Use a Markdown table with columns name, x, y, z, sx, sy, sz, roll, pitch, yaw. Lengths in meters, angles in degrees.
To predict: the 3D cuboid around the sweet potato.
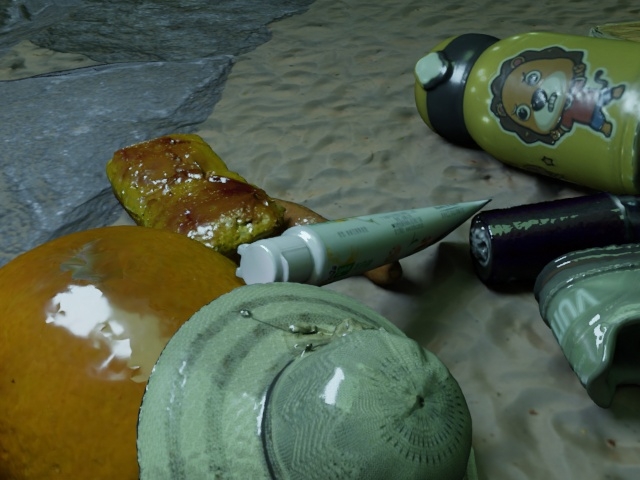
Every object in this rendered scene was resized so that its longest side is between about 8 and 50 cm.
| name | x | y | z | sx | sy | sz | roll | pitch | yaw |
| --- | --- | --- | --- | --- | --- | --- | --- | --- | --- |
| sweet potato | 0.001 | 0.000 | 0.764 | 0.202 | 0.058 | 0.055 | 25 | -1 | 29 |

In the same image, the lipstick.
| name | x | y | z | sx | sy | sz | roll | pitch | yaw |
| --- | --- | --- | --- | --- | --- | --- | --- | --- | --- |
| lipstick | 0.297 | -0.011 | 0.732 | 0.299 | 0.081 | 0.081 | -9 | 35 | -5 |

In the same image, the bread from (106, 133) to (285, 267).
| name | x | y | z | sx | sy | sz | roll | pitch | yaw |
| --- | --- | --- | --- | --- | --- | --- | --- | --- | --- |
| bread | -0.139 | -0.044 | 0.804 | 0.139 | 0.077 | 0.271 | -24 | 37 | -18 |

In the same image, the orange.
| name | x | y | z | sx | sy | sz | roll | pitch | yaw |
| --- | --- | --- | --- | --- | --- | --- | --- | --- | --- |
| orange | -0.151 | 0.111 | 0.579 | 0.274 | 0.274 | 0.310 | -31 | 12 | -35 |

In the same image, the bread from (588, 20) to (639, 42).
| name | x | y | z | sx | sy | sz | roll | pitch | yaw |
| --- | --- | --- | --- | --- | --- | --- | --- | --- | --- |
| bread | 0.498 | -0.248 | 1.044 | 0.209 | 0.110 | 0.192 | -6 | 28 | -6 |

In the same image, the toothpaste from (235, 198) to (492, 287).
| name | x | y | z | sx | sy | sz | roll | pitch | yaw |
| --- | --- | --- | --- | --- | --- | --- | --- | --- | --- |
| toothpaste | 0.055 | 0.000 | 0.652 | 0.058 | 0.056 | 0.314 | 13 | 16 | 37 |

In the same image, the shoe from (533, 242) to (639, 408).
| name | x | y | z | sx | sy | sz | roll | pitch | yaw |
| --- | --- | --- | --- | --- | --- | --- | --- | --- | --- |
| shoe | 0.331 | 0.070 | 0.584 | 0.292 | 0.109 | 0.149 | -8 | 43 | 10 |

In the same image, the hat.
| name | x | y | z | sx | sy | sz | roll | pitch | yaw |
| --- | --- | --- | --- | --- | --- | --- | --- | --- | --- |
| hat | 0.026 | 0.111 | 0.433 | 0.251 | 0.110 | 0.252 | 18 | 51 | -24 |

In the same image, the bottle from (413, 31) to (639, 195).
| name | x | y | z | sx | sy | sz | roll | pitch | yaw |
| --- | --- | --- | --- | --- | --- | --- | --- | --- | --- |
| bottle | 0.265 | -0.164 | 0.885 | 0.171 | 0.172 | 0.351 | -29 | 34 | -33 |
